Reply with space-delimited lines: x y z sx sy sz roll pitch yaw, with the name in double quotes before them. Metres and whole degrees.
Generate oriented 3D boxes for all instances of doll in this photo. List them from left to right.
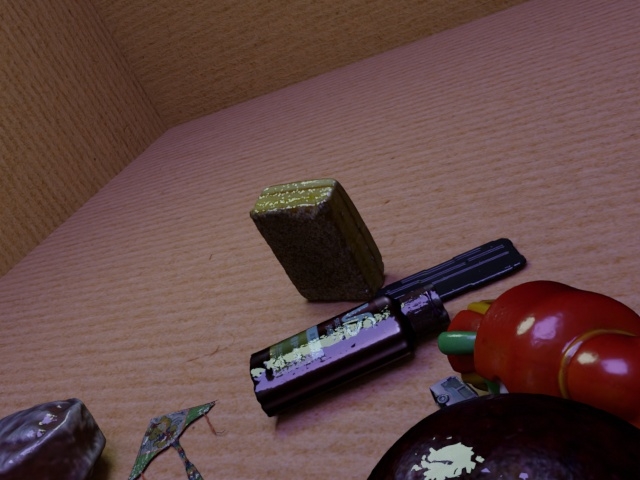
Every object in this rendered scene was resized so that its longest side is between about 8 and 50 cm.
"doll" 0.264 0.128 0.653 0.363 0.182 0.160 -166 91 -78

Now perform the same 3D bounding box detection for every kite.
"kite" -0.235 0.342 0.997 0.198 0.006 0.244 -39 28 -22

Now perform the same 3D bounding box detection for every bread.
"bread" 0.000 0.000 1.131 0.184 0.234 0.111 -5 36 36

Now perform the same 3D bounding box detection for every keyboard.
"keyboard" 0.221 0.068 1.049 0.262 0.016 0.106 -24 27 6

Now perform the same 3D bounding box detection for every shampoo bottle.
"shampoo bottle" 0.047 0.167 0.962 0.322 0.084 0.129 -25 30 5

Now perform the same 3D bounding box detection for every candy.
"candy" -0.499 0.377 1.015 0.289 0.157 0.214 -24 12 22

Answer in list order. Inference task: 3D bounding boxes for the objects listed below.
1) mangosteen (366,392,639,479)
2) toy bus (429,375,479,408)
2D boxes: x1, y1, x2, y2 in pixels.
"mangosteen" 0.148 0.276 0.413 0.306 0.307 0.347 -8 15 34
"toy bus" 0.194 0.224 0.776 0.052 0.037 0.130 -30 27 -10
